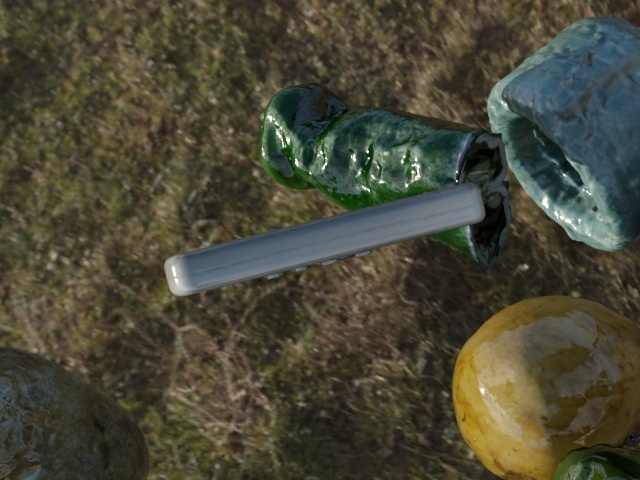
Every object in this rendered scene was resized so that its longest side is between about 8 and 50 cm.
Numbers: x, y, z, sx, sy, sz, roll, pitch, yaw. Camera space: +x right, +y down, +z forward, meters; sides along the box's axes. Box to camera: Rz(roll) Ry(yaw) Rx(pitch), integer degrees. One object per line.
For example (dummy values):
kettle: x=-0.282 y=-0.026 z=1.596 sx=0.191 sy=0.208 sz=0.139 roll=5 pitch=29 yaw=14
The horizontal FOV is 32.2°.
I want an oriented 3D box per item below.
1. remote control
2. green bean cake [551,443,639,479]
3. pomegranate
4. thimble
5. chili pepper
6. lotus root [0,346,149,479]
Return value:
remote control: x=0.000 y=0.000 z=0.671 sx=0.190 sy=0.087 sz=0.029 roll=-14 pitch=90 yaw=-6
green bean cake: x=0.323 y=0.284 z=0.914 sx=0.156 sy=0.247 sz=0.250 roll=-63 pitch=28 yaw=8
pomegranate: x=0.291 y=0.184 z=1.377 sx=0.260 sy=0.260 sz=0.260 roll=-10 pitch=68 yaw=26
thimble: x=0.274 y=-0.107 z=1.088 sx=0.143 sy=0.235 sz=0.198 roll=-41 pitch=57 yaw=-6
chili pepper: x=0.042 y=-0.074 z=0.996 sx=0.270 sy=0.136 sz=0.099 roll=21 pitch=72 yaw=37
lotus root: x=-0.280 y=0.203 z=1.112 sx=0.175 sy=0.349 sz=0.175 roll=-12 pitch=63 yaw=25
